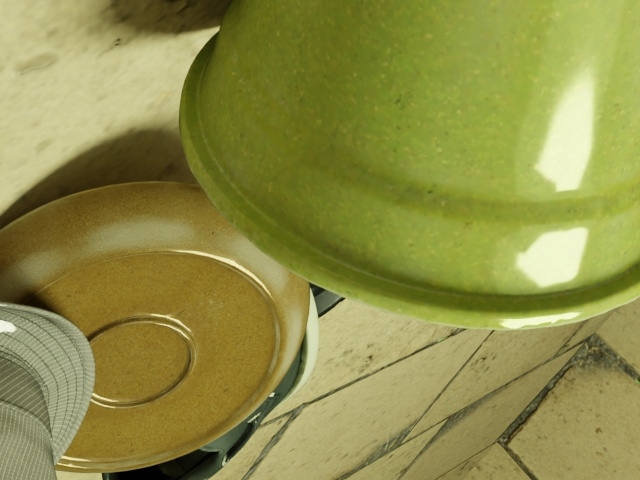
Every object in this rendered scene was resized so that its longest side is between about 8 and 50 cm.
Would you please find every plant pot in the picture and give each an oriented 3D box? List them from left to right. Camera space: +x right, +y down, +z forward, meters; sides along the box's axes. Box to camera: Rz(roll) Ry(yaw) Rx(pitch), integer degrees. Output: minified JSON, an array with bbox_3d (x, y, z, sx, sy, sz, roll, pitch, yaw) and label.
[{"bbox_3d":[-0.115,0.066,0.812,0.236,0.032,0.236,-12,133,-13],"label":"plant pot"},{"bbox_3d":[0.081,-0.143,0.625,0.276,0.276,0.254,-29,146,-35],"label":"plant pot"}]

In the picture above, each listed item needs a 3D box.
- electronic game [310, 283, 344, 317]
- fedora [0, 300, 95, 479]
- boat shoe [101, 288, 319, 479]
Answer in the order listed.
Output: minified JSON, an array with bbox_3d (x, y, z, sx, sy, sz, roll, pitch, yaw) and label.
[{"bbox_3d":[0.000,0.000,1.049,0.229,0.048,0.229,-36,160,-15],"label":"electronic game"},{"bbox_3d":[-0.226,0.149,0.695,0.275,0.124,0.244,7,128,-42],"label":"fedora"},{"bbox_3d":[-0.101,0.106,0.961,0.113,0.127,0.340,-44,175,-34],"label":"boat shoe"}]
